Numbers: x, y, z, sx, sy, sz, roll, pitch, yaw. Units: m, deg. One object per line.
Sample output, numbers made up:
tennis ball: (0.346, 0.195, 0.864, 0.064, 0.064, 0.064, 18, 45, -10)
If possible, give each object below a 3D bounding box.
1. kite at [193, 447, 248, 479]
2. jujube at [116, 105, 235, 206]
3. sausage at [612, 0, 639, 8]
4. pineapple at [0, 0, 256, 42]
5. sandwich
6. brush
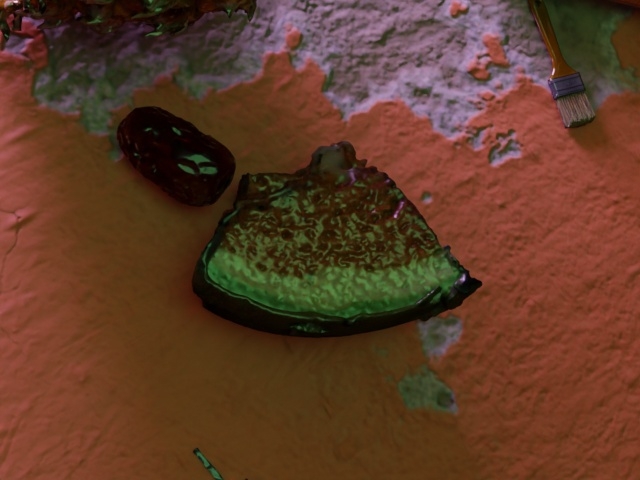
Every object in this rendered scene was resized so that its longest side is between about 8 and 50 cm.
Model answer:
kite: (-0.122, 0.313, 1.398, 0.160, 0.010, 0.183, 45, 68, -3)
jujube: (-0.151, -0.088, 1.456, 0.129, 0.077, 0.077, 34, 69, -3)
sausage: (0.302, -0.340, 1.659, 0.312, 0.093, 0.093, 11, 73, -14)
pineapple: (-0.186, -0.359, 1.386, 0.300, 0.352, 0.352, 1, 76, -28)
sandwich: (-0.007, 0.011, 1.464, 0.292, 0.109, 0.212, -16, 75, -24)
brush: (0.278, -0.214, 1.661, 0.043, 0.014, 0.170, -15, 80, -19)
